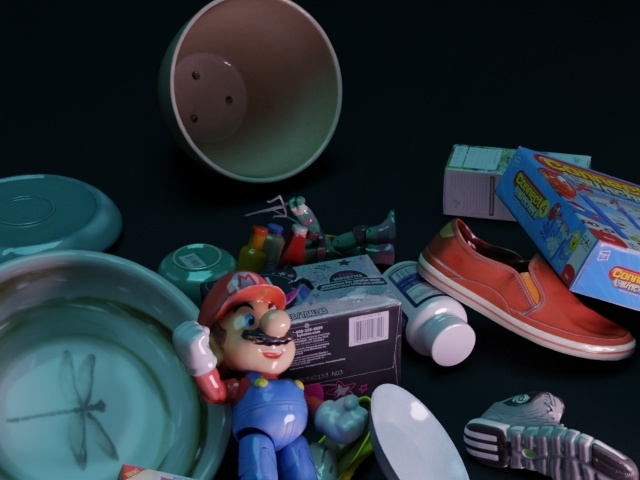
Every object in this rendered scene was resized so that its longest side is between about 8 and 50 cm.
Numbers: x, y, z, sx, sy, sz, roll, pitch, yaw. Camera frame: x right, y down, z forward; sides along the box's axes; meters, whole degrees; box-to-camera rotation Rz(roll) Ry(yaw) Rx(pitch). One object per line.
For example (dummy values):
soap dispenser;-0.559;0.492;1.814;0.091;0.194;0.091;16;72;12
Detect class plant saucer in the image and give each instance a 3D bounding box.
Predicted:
plant saucer;-0.486;-0.034;2.296;0.317;0.044;0.318;-1;29;0
plant saucer;-0.313;0.210;1.746;0.400;0.100;0.401;6;62;-11
plant saucer;0.112;0.267;1.700;0.037;0.195;0.195;-36;21;23

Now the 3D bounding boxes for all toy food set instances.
toy food set;-0.018;0.037;2.059;0.232;0.105;0.111;11;16;-19

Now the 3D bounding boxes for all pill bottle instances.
pill bottle;0.153;0.108;2.006;0.094;0.094;0.169;-13;32;-19

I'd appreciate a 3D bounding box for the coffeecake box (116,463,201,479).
coffeecake box;-0.168;0.352;1.571;0.142;0.068;0.185;14;32;-15

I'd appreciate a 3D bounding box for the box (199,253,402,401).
box;-0.028;0.133;1.900;0.247;0.163;0.142;-10;32;-16

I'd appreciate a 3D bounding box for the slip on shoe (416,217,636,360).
slip on shoe;0.299;0.074;1.978;0.331;0.101;0.123;28;17;8

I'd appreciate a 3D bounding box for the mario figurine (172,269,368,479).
mario figurine;-0.058;0.173;1.652;0.170;0.198;0.321;-23;64;12

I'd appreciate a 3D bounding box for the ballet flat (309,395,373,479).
ballet flat;0.010;0.272;1.746;0.077;0.077;0.231;16;35;25

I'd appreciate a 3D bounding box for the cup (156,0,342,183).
cup;-0.160;-0.264;2.489;0.331;0.331;0.237;-19;10;-27

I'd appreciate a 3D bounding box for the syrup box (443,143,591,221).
syrup box;0.331;-0.092;2.339;0.236;0.096;0.093;7;33;13

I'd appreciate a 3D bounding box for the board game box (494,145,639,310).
board game box;0.453;0.000;2.067;0.308;0.086;0.302;15;24;-24

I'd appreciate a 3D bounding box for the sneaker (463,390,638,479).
sneaker;0.309;0.244;1.778;0.228;0.086;0.132;14;31;26

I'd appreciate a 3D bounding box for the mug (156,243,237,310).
mug;-0.169;0.066;2.086;0.157;0.097;0.129;5;31;12

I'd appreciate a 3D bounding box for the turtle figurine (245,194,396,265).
turtle figurine;0.000;0.000;2.185;0.234;0.118;0.175;0;-11;-1
